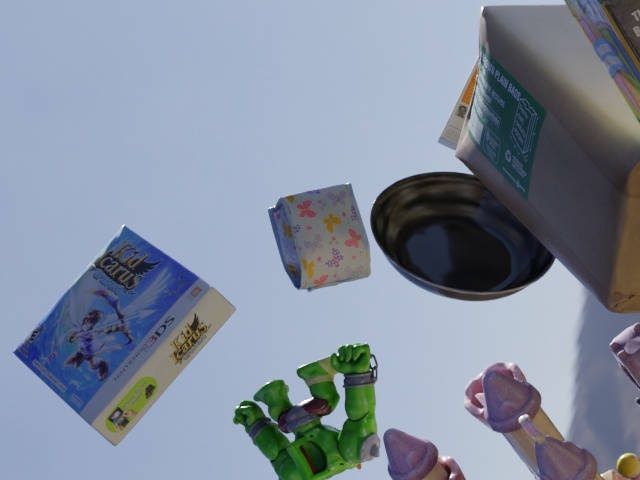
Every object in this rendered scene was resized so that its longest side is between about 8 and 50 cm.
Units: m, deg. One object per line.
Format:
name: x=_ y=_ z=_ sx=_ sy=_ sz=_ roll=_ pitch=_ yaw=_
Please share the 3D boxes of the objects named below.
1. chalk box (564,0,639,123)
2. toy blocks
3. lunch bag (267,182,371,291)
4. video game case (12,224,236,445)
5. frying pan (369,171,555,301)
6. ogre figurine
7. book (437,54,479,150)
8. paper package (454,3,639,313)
chalk box: x=0.265 y=-0.191 z=1.309 sx=0.132 sy=0.213 sz=0.132 roll=-32 pitch=6 yaw=1
toy blocks: x=0.223 y=0.187 z=1.594 sx=0.309 sy=0.260 sz=0.288 roll=-39 pitch=27 yaw=-1
lunch bag: x=0.000 y=0.000 z=1.497 sx=0.053 sy=0.071 sz=0.083 roll=135 pitch=118 yaw=-66
video game case: x=-0.275 y=0.123 z=2.377 sx=0.244 sy=0.269 sz=0.061 roll=-48 pitch=-52 yaw=-9
frying pan: x=0.167 y=-0.039 z=1.848 sx=0.326 sy=0.197 sz=0.053 roll=-61 pitch=-15 yaw=-50
ogre figurine: x=-0.007 y=0.190 z=1.783 sx=0.097 sy=0.197 sz=0.118 roll=13 pitch=-125 yaw=-65
book: x=0.202 y=-0.153 z=1.904 sx=0.144 sy=0.096 sz=0.035 roll=-64 pitch=-2 yaw=-14
paper package: x=0.326 y=-0.086 z=1.587 sx=0.325 sy=0.309 sz=0.168 roll=-125 pitch=39 yaw=-53
